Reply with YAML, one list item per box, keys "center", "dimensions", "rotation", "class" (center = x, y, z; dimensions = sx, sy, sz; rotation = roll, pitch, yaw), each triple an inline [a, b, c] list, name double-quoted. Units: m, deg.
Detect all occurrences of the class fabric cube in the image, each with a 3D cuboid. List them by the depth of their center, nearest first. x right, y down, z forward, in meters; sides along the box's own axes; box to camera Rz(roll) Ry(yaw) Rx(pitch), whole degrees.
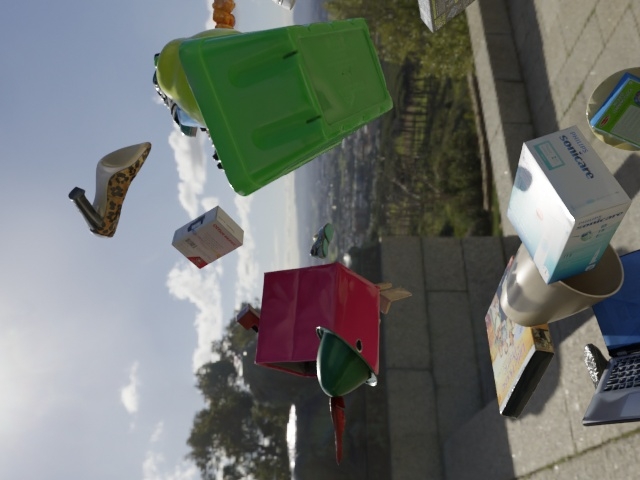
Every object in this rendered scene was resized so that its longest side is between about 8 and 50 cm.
- center: [0.002, 0.231, 1.646]
  dimensions: [0.254, 0.259, 0.258]
  rotation: [33, -125, -50]
  class: "fabric cube"

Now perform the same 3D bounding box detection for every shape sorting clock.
- center: [0.707, -0.291, 1.323]
  dimensions: [0.206, 0.206, 0.040]
  rotation: [93, -160, -46]
  class: "shape sorting clock"

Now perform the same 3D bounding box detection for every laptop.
- center: [0.825, 0.232, 1.520]
  dimensions: [0.408, 0.236, 0.382]
  rotation: [-45, 5, -34]
  class: "laptop"

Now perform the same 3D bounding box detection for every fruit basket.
- center: [-0.111, -0.247, 1.016]
  dimensions: [0.392, 0.392, 0.282]
  rotation: [-100, -10, -77]
  class: "fruit basket"

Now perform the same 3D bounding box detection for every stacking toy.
- center: [-0.216, -0.396, 1.292]
  dimensions: [0.175, 0.166, 0.301]
  rotation: [-157, 72, -78]
  class: "stacking toy"

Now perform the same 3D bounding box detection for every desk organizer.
- center: [-0.179, 0.246, 1.707]
  dimensions: [0.130, 0.050, 0.047]
  rotation: [45, -174, -19]
  class: "desk organizer"

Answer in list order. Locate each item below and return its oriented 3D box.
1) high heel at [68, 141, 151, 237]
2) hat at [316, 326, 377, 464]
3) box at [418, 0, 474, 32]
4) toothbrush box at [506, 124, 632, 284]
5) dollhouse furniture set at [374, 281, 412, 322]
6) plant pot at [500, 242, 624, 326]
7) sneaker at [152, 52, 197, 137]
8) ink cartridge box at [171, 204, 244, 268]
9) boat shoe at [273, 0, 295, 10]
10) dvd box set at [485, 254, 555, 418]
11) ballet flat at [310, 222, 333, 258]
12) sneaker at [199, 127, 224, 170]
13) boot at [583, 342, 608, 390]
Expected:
- center: [-0.525, -0.132, 1.571]
  dimensions: [0.261, 0.093, 0.186]
  rotation: [-47, -31, -24]
  class: "high heel"
- center: [0.007, 0.318, 1.284]
  dimensions: [0.209, 0.183, 0.173]
  rotation: [30, 154, 40]
  class: "hat"
- center: [0.350, -0.659, 1.502]
  dimensions: [0.060, 0.216, 0.270]
  rotation: [56, -169, 8]
  class: "box"
- center: [0.532, -0.070, 1.310]
  dimensions: [0.295, 0.126, 0.216]
  rotation: [76, 175, -60]
  class: "toothbrush box"
- center: [0.216, 0.231, 2.120]
  dimensions: [0.144, 0.123, 0.151]
  rotation: [34, 120, 37]
  class: "dollhouse furniture set"
- center: [0.608, 0.114, 1.586]
  dimensions: [0.274, 0.257, 0.256]
  rotation: [114, 160, -49]
  class: "plant pot"
- center: [-0.400, -0.404, 1.634]
  dimensions: [0.108, 0.121, 0.302]
  rotation: [116, 147, -51]
  class: "sneaker"
- center: [-0.335, -0.008, 1.782]
  dimensions: [0.127, 0.175, 0.072]
  rotation: [48, -156, -33]
  class: "ink cartridge box"
- center: [-0.073, -0.694, 1.418]
  dimensions: [0.301, 0.102, 0.108]
  rotation: [126, 166, -61]
  class: "boat shoe"
- center: [0.610, 0.292, 1.858]
  dimensions: [0.420, 0.062, 0.307]
  rotation: [-80, -1, -52]
  class: "dvd box set"
- center: [0.000, 0.000, 2.049]
  dimensions: [0.188, 0.070, 0.070]
  rotation: [-70, -15, -58]
  class: "ballet flat"
- center: [-0.293, -0.352, 1.809]
  dimensions: [0.275, 0.135, 0.098]
  rotation: [66, 158, 1]
  class: "sneaker"
- center: [0.898, 0.372, 1.735]
  dimensions: [0.076, 0.209, 0.189]
  rotation: [78, 177, -83]
  class: "boot"
